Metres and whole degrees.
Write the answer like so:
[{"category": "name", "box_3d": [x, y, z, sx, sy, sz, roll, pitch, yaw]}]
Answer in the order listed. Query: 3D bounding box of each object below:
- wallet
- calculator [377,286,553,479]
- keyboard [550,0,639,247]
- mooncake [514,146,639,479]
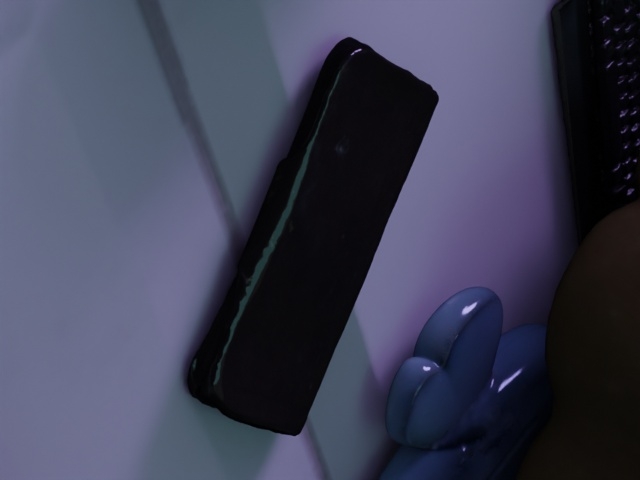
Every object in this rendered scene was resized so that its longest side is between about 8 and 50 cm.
[{"category": "wallet", "box_3d": [0.000, 0.000, 0.633, 0.082, 0.018, 0.156, 24, 87, -55]}, {"category": "calculator", "box_3d": [0.085, 0.150, 0.798, 0.188, 0.042, 0.302, -46, 141, -29]}, {"category": "keyboard", "box_3d": [0.159, -0.045, 0.818, 0.093, 0.025, 0.230, -41, 135, -31]}, {"category": "mooncake", "box_3d": [0.231, 0.103, 0.784, 0.378, 0.201, 0.378, -28, 123, -57]}]
